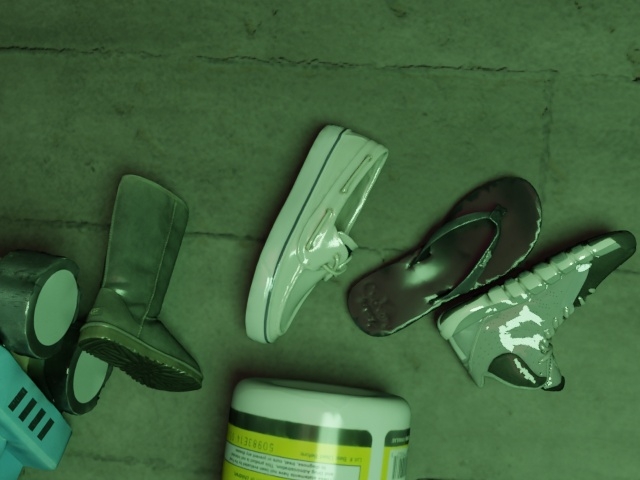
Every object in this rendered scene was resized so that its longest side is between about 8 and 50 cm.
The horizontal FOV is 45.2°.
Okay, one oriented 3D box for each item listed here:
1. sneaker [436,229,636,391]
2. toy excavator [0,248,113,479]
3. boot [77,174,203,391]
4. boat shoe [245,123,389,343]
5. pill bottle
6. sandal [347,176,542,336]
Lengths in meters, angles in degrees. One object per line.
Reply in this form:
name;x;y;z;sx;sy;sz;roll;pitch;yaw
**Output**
sneaker;0.252;0.089;0.830;0.229;0.086;0.132;-29;83;15
toy excavator;-0.411;0.266;0.817;0.223;0.432;0.445;12;56;11
boot;-0.189;0.053;0.895;0.076;0.189;0.208;-15;51;23
boat shoe;0.000;0.000;0.876;0.088;0.096;0.267;21;77;16
pill bottle;-0.017;0.316;0.779;0.188;0.188;0.333;6;82;10
sandal;0.146;0.025;0.863;0.254;0.054;0.097;-38;78;2
